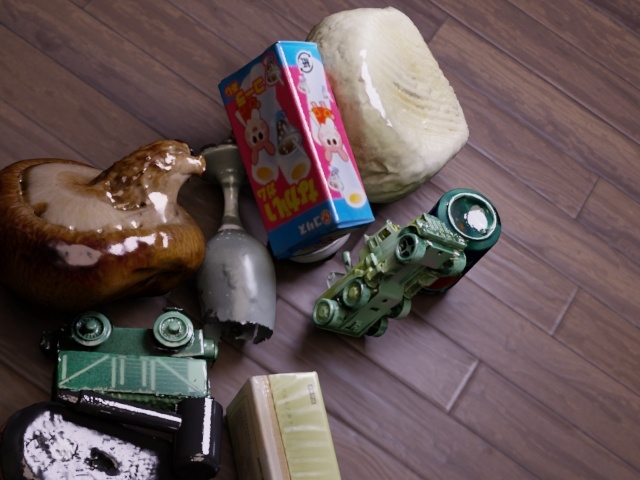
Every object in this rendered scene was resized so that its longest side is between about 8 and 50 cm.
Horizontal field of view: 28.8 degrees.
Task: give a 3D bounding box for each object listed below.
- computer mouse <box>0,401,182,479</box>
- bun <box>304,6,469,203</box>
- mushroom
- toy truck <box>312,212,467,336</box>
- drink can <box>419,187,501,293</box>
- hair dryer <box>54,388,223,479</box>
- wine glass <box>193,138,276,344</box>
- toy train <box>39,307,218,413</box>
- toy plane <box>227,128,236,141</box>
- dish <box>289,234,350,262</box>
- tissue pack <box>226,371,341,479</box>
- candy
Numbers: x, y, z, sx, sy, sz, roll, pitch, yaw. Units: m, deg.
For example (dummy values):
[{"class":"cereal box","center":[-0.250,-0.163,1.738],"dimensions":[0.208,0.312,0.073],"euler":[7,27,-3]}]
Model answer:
[{"class":"computer mouse","center":[-0.314,0.340,1.765],"dimensions":[0.323,0.116,0.183],"euler":[25,51,-21]},{"class":"bun","center":[0.083,-0.218,2.100],"dimensions":[0.349,0.227,0.353],"euler":[23,49,-49]},{"class":"mushroom","center":[-0.341,-0.042,1.859],"dimensions":[0.345,0.260,0.345],"euler":[17,21,-6]},{"class":"toy truck","center":[0.098,0.042,1.972],"dimensions":[0.128,0.259,0.135],"euler":[17,47,-41]},{"class":"drink can","center":[0.210,0.005,2.064],"dimensions":[0.118,0.205,0.118],"euler":[8,62,-16]},{"class":"hair dryer","center":[-0.253,0.259,1.752],"dimensions":[0.248,0.070,0.114],"euler":[18,46,-22]},{"class":"wine glass","center":[-0.136,0.006,1.989],"dimensions":[0.143,0.143,0.321],"euler":[5,62,-16]},{"class":"toy train","center":[-0.284,0.185,1.862],"dimensions":[0.269,0.115,0.154],"euler":[6,56,-16]},{"class":"toy plane","center":[-0.110,-0.204,2.157],"dimensions":[0.145,0.060,0.037],"euler":[-41,81,-15]},{"class":"dish","center":[0.000,0.000,2.079],"dimensions":[0.141,0.078,0.141],"euler":[-17,40,15]},{"class":"tissue pack","center":[-0.052,0.330,1.833],"dimensions":[0.125,0.159,0.234],"euler":[-4,65,-20]},{"class":"candy","center":[-0.039,-0.140,1.943],"dimensions":[0.100,0.157,0.306],"euler":[-7,75,-46]}]
